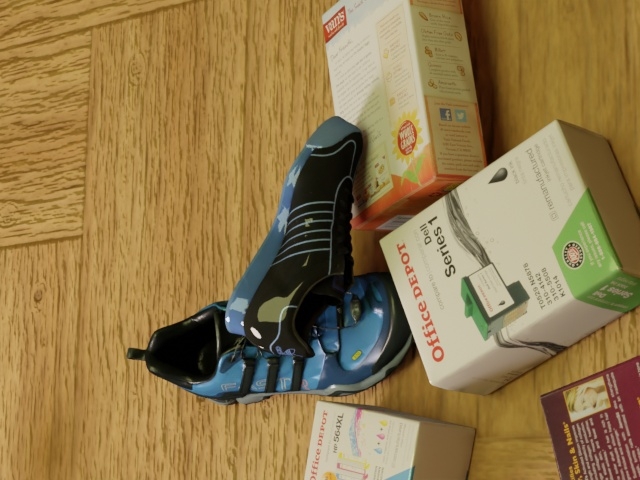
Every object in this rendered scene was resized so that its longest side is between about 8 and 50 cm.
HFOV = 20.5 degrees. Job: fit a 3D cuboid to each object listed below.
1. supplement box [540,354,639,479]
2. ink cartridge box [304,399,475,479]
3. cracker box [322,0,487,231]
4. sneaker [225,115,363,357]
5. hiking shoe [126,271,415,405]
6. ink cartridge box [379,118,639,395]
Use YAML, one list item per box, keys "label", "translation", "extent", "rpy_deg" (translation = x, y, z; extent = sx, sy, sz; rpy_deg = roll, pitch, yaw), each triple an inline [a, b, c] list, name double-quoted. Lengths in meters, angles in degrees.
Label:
- label: "supplement box"
  translation: [0.289, 0.150, 1.471]
  extent: [0.188, 0.081, 0.104]
  rpy_deg: [-27, 65, 34]
- label: "ink cartridge box"
  translation: [0.056, 0.204, 1.653]
  extent: [0.143, 0.090, 0.092]
  rpy_deg: [7, 86, 41]
- label: "cracker box"
  translation: [0.078, -0.141, 1.689]
  extent: [0.156, 0.067, 0.232]
  rpy_deg: [-32, 61, 55]
- label: "sneaker"
  translation: [0.000, 0.000, 1.653]
  extent: [0.090, 0.081, 0.232]
  rpy_deg: [22, 83, 23]
- label: "hiking shoe"
  translation: [-0.039, 0.102, 1.727]
  extent: [0.304, 0.132, 0.113]
  rpy_deg: [-22, 68, 36]
- label: "ink cartridge box"
  translation: [0.177, 0.020, 1.584]
  extent: [0.219, 0.093, 0.160]
  rpy_deg: [-35, 60, 30]
